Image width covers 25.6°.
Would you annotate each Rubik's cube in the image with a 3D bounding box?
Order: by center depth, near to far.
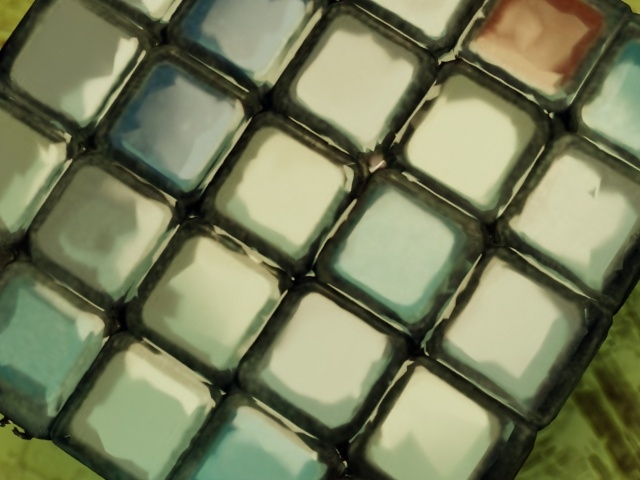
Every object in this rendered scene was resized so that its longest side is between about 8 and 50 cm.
[{"bbox_3d":[0.000,0.000,0.707,0.292,0.287,0.293,29,85,10],"label":"Rubik's cube"}]
